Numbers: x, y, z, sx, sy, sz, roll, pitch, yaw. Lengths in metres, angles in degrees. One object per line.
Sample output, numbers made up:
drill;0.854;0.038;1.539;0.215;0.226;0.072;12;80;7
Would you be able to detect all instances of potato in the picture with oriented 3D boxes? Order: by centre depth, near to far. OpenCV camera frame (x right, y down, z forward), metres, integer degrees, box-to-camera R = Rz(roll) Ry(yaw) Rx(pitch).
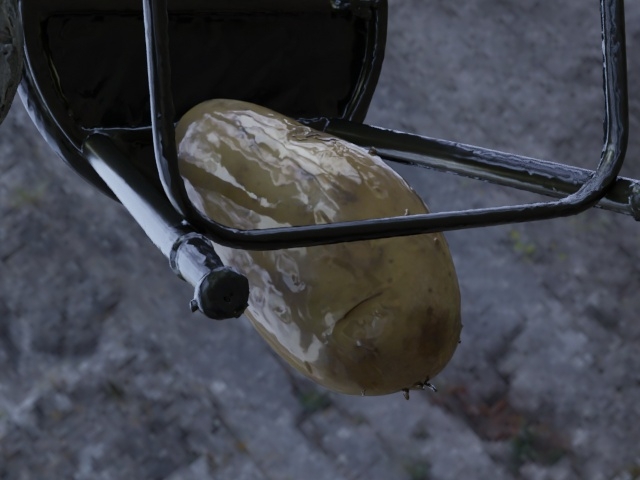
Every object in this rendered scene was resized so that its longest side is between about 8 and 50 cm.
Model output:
potato;-0.001;0.003;1.042;0.128;0.234;0.161;-32;-39;-43

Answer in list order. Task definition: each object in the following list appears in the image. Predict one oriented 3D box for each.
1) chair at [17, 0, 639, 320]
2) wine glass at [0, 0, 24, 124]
chair;-0.001;-0.165;0.999;0.364;0.362;0.410;-7;5;-26
wine glass;-0.229;-0.063;0.722;0.165;0.165;0.196;-54;17;26
